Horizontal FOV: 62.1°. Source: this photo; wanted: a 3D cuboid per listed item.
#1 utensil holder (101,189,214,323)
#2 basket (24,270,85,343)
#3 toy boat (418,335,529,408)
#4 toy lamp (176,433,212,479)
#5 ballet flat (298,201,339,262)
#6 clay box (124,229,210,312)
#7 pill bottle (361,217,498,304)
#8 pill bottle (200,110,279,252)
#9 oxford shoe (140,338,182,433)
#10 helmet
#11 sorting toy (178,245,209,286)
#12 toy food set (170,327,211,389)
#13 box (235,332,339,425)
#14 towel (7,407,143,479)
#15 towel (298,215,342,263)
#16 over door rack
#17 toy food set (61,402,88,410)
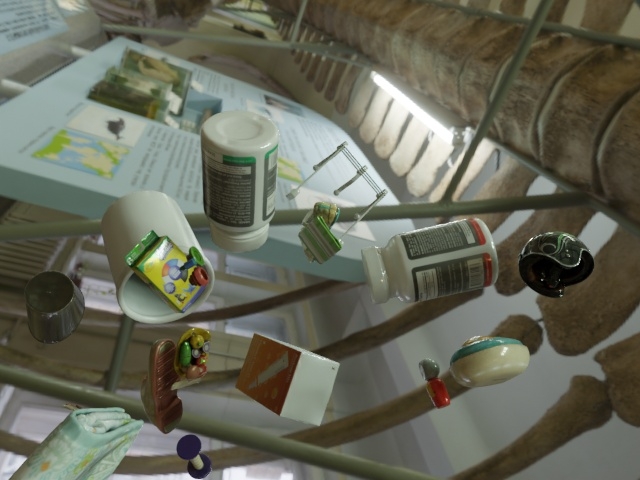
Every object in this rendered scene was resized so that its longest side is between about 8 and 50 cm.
[{"bbox_3d":[-0.593,0.047,1.906,0.385,0.328,0.327,55,-48,41],"label":"utensil holder"},{"bbox_3d":[-0.796,0.184,1.586,0.227,0.154,0.204,132,-26,-59],"label":"basket"},{"bbox_3d":[0.416,0.356,1.517,0.318,0.267,0.148,-41,-126,34],"label":"toy boat"},{"bbox_3d":[-0.373,0.660,1.596,0.274,0.080,0.080,95,-2,-55],"label":"toy lamp"},{"bbox_3d":[-0.026,-0.037,2.099,0.348,0.123,0.123,117,-20,-53],"label":"ballet flat"},{"bbox_3d":[-0.432,0.087,1.505,0.053,0.222,0.127,-6,-140,47],"label":"clay box"},{"bbox_3d":[0.314,0.068,1.569,0.210,0.363,0.210,-12,90,-89],"label":"pill bottle"},{"bbox_3d":[-0.223,-0.152,1.463,0.204,0.204,0.361,-96,-169,-48],"label":"pill bottle"},{"bbox_3d":[-0.586,0.508,1.888,0.140,0.147,0.397,-28,132,-54],"label":"oxford shoe"},{"bbox_3d":[0.617,0.055,1.393,0.169,0.161,0.169,29,-46,34],"label":"helmet"},{"bbox_3d":[-0.294,0.063,1.219,0.102,0.042,0.061,67,10,26],"label":"sorting toy"},{"bbox_3d":[-0.422,0.408,1.797,0.071,0.128,0.217,18,-80,46],"label":"toy food set"},{"bbox_3d":[-0.123,0.472,1.846,0.345,0.168,0.215,3,-109,56],"label":"box"},{"bbox_3d":[-0.523,0.489,1.067,0.320,0.090,0.374,-52,171,-15],"label":"towel"},{"bbox_3d":[0.000,0.000,1.473,0.023,0.113,0.152,-36,178,-29],"label":"towel"},{"bbox_3d":[0.050,-0.146,1.746,0.324,0.239,0.108,-47,-169,-32],"label":"over door rack"},{"bbox_3d":[-0.854,0.604,1.887,0.078,0.122,0.019,165,-53,-75],"label":"toy food set"}]
